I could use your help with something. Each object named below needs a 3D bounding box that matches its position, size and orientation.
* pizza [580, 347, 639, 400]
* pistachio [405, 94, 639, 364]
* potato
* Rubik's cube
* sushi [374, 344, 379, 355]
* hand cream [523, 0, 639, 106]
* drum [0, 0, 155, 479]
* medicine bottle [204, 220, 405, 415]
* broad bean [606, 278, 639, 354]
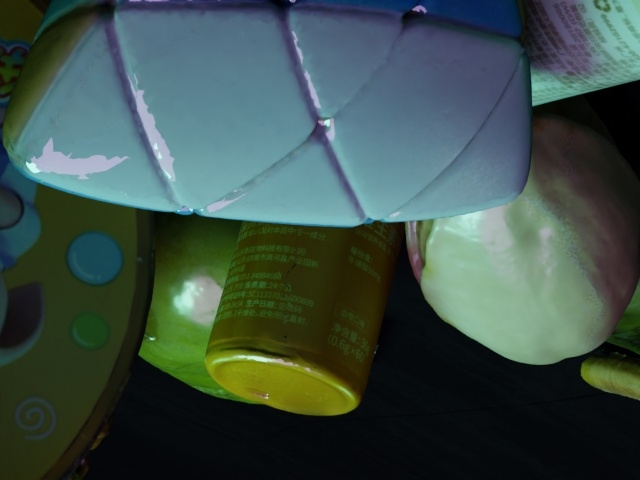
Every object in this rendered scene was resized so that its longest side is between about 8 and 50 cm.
[{"bbox_3d":[0.303,0.132,1.367,0.195,0.052,0.185,20,178,-37],"label":"pizza"},{"bbox_3d":[0.116,-0.012,1.051,0.144,0.144,0.215,3,145,27],"label":"pistachio"},{"bbox_3d":[-0.054,0.024,1.238,0.186,0.148,0.253,2,162,1],"label":"potato"},{"bbox_3d":[-0.060,-0.112,0.817,0.254,0.254,0.254,13,158,5],"label":"Rubik's cube"},{"bbox_3d":[-0.013,0.075,1.502,0.120,0.026,0.126,12,163,-1],"label":"sushi"},{"bbox_3d":[0.118,-0.119,0.848,0.306,0.093,0.147,-7,126,45],"label":"hand cream"},{"bbox_3d":[-0.317,0.021,1.052,0.431,0.431,0.214,19,159,-9],"label":"drum"},{"bbox_3d":[0.000,0.000,1.083,0.096,0.192,0.096,13,157,6],"label":"medicine bottle"},{"bbox_3d":[0.205,0.038,1.227,0.207,0.072,0.153,13,166,-30],"label":"broad bean"}]
